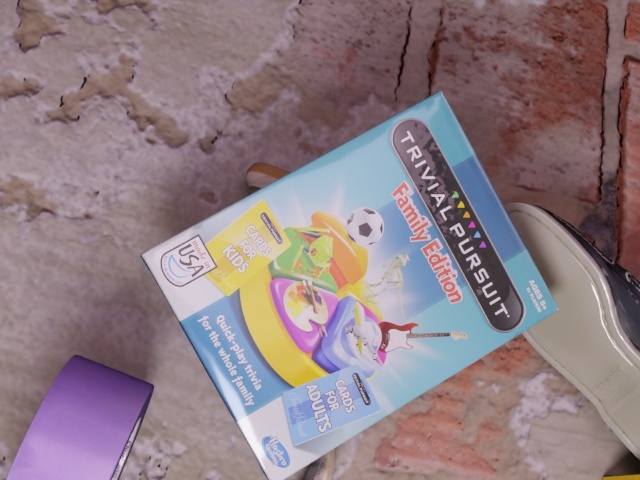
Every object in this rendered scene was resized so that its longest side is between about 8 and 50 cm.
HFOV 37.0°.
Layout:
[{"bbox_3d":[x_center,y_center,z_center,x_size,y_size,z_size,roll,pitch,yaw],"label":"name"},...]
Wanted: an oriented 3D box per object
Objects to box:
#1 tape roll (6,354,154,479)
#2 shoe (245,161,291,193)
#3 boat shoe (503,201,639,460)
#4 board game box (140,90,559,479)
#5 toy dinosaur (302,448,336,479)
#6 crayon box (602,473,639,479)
[{"bbox_3d":[-0.223,0.205,0.867,0.080,0.189,0.188,23,72,-3],"label":"tape roll"},{"bbox_3d":[0.000,0.000,1.024,0.219,0.076,0.058,40,67,0],"label":"shoe"},{"bbox_3d":[0.318,0.091,1.042,0.113,0.127,0.340,-26,71,-45],"label":"boat shoe"},{"bbox_3d":[0.031,0.042,0.954,0.336,0.079,0.253,-30,94,-10],"label":"board game box"},{"bbox_3d":[-0.006,0.306,0.948,0.118,0.064,0.268,26,68,5],"label":"toy dinosaur"},{"bbox_3d":[0.322,0.370,0.932,0.081,0.165,0.278,18,73,-5],"label":"crayon box"}]
